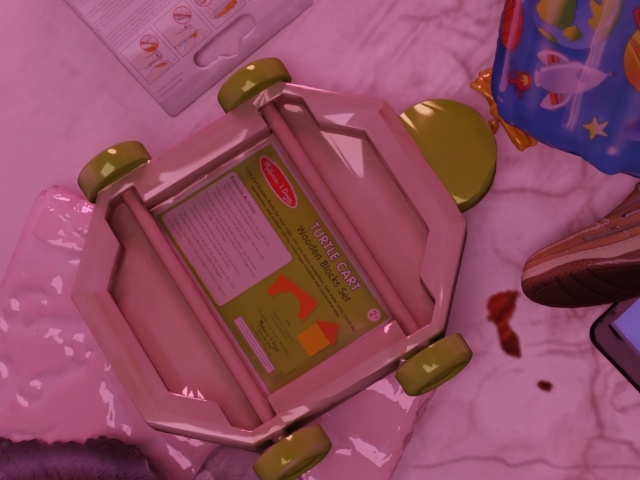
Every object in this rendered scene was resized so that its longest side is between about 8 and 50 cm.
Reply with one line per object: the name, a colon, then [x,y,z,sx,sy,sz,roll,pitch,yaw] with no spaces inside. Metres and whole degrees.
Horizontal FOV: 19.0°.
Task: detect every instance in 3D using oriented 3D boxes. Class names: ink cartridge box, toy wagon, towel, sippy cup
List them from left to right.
ink cartridge box: [-0.115,-0.204,1.416,0.145,0.045,0.179,-38,109,13]
towel: [-0.118,0.164,1.458,0.332,0.053,0.317,25,103,6]
toy wagon: [0.000,0.000,1.367,0.344,0.068,0.267,-32,75,-4]
sippy cup: [0.221,-0.167,1.266,0.240,0.305,0.224,8,114,-20]

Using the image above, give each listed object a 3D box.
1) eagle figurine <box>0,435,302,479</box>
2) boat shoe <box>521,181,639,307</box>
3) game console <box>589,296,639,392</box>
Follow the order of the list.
eagle figurine: [-0.171,0.252,1.386,0.225,0.226,0.298,31,145,-34]
boat shoe: [0.232,-0.006,1.367,0.190,0.068,0.072,-15,62,17]
game console: [0.280,0.070,1.356,0.085,0.124,0.144,38,105,-25]
